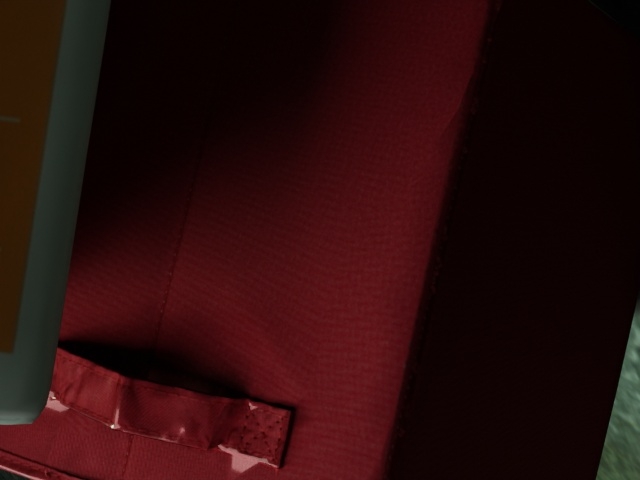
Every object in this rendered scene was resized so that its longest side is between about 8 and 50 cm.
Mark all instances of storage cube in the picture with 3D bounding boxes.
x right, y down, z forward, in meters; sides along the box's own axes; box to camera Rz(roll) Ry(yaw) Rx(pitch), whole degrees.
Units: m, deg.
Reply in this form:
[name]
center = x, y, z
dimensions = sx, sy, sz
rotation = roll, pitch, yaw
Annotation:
[storage cube]
center = 0.000, 0.000, 0.574
dimensions = 0.183, 0.193, 0.215
rotation = 13, -179, 29

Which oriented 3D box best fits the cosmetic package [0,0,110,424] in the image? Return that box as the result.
[cosmetic package]
center = -0.166, -0.192, 0.415
dimensions = 0.161, 0.230, 0.453
rotation = 19, 102, 58
